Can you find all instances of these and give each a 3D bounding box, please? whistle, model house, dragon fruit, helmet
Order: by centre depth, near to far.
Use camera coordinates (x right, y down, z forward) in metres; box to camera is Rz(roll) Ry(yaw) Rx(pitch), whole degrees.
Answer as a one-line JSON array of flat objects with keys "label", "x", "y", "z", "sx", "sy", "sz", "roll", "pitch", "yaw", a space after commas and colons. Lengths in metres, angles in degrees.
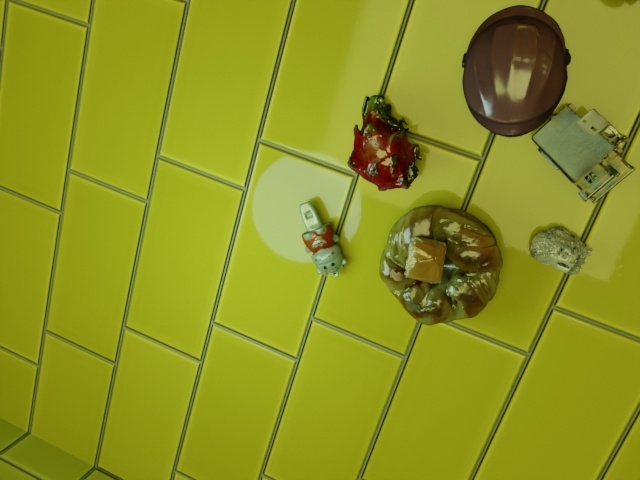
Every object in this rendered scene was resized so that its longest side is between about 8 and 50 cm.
[{"label": "model house", "x": 0.695, "y": -0.206, "z": 1.506, "sx": 0.206, "sy": 0.271, "sz": 0.178, "roll": 33, "pitch": 112, "yaw": -31}, {"label": "helmet", "x": 0.490, "y": -0.428, "z": 1.506, "sx": 0.270, "sy": 0.197, "sz": 0.339, "roll": 8, "pitch": 107, "yaw": 18}, {"label": "dragon fruit", "x": 0.190, "y": -0.272, "z": 1.658, "sx": 0.200, "sy": 0.198, "sz": 0.269, "roll": 13, "pitch": 94, "yaw": 26}, {"label": "whistle", "x": 0.001, "y": -0.001, "z": 1.826, "sx": 0.101, "sy": 0.105, "sz": 0.253, "roll": -24, "pitch": 96, "yaw": -19}]

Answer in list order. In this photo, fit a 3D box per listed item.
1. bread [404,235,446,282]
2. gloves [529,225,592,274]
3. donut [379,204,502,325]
[{"label": "bread", "x": 0.279, "y": 0.055, "z": 1.577, "sx": 0.106, "sy": 0.082, "sz": 0.125, "roll": 13, "pitch": 109, "yaw": 18}, {"label": "gloves", "x": 0.659, "y": 0.025, "z": 1.632, "sx": 0.153, "sy": 0.070, "sz": 0.114, "roll": 27, "pitch": 111, "yaw": 12}, {"label": "donut", "x": 0.340, "y": 0.064, "z": 1.696, "sx": 0.360, "sy": 0.170, "sz": 0.361, "roll": 4, "pitch": 105, "yaw": 15}]
